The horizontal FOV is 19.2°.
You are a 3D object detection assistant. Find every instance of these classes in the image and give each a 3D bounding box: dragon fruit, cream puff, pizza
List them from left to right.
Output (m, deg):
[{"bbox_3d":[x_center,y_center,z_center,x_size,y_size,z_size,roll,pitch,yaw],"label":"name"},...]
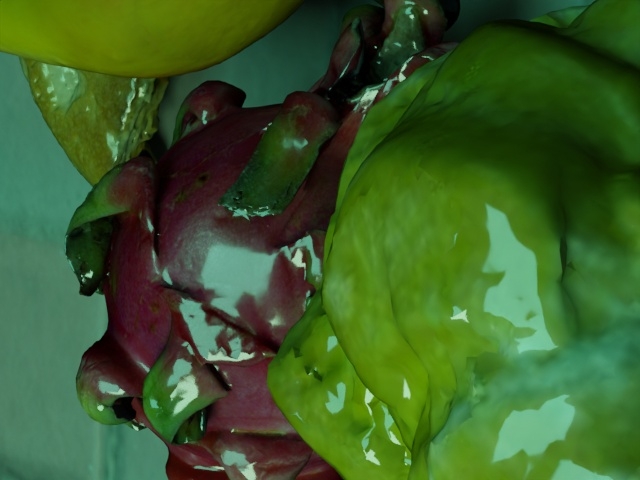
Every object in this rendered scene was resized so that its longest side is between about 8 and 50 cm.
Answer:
[{"bbox_3d":[-0.124,-0.130,1.092,0.182,0.062,0.161,54,133,31],"label":"pizza"},{"bbox_3d":[0.003,0.007,0.912,0.273,0.198,0.218,-35,39,16],"label":"dragon fruit"},{"bbox_3d":[0.134,0.082,0.702,0.275,0.378,0.378,-43,66,35],"label":"cream puff"}]

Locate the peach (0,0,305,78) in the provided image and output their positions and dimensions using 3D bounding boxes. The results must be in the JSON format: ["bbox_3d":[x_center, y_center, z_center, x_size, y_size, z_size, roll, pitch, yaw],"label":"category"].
[{"bbox_3d":[-0.100,-0.245,0.921,0.289,0.308,0.289,13,141,11],"label":"peach"}]
